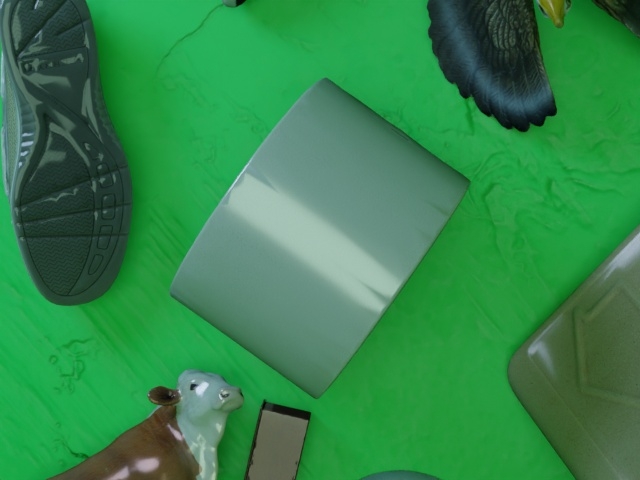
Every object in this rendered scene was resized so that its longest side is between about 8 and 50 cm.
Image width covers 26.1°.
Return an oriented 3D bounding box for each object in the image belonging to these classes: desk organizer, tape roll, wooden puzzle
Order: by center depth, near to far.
[{"bbox_3d":[0.359,0.113,1.221,0.080,0.322,0.348,23,113,-39],"label":"wooden puzzle"},{"bbox_3d":[0.000,0.000,1.257,0.169,0.246,0.246,36,95,2],"label":"tape roll"},{"bbox_3d":[-0.048,0.229,1.371,0.050,0.047,0.130,13,94,1],"label":"desk organizer"}]

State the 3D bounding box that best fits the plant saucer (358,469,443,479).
[{"bbox_3d":[0.080,0.328,1.371,0.195,0.037,0.195,0,93,3],"label":"plant saucer"}]

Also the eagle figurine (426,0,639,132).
[{"bbox_3d":[0.198,-0.261,1.255,0.226,0.298,0.225,12,70,27],"label":"eagle figurine"}]

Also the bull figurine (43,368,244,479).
[{"bbox_3d":[-0.182,0.260,1.341,0.310,0.101,0.188,-32,58,12],"label":"bull figurine"}]

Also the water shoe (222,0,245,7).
[{"bbox_3d":[-0.017,-0.297,1.330,0.080,0.073,0.203,37,95,-1],"label":"water shoe"}]

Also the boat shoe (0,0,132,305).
[{"bbox_3d":[-0.258,-0.097,1.353,0.118,0.103,0.320,-11,98,-15],"label":"boat shoe"}]
